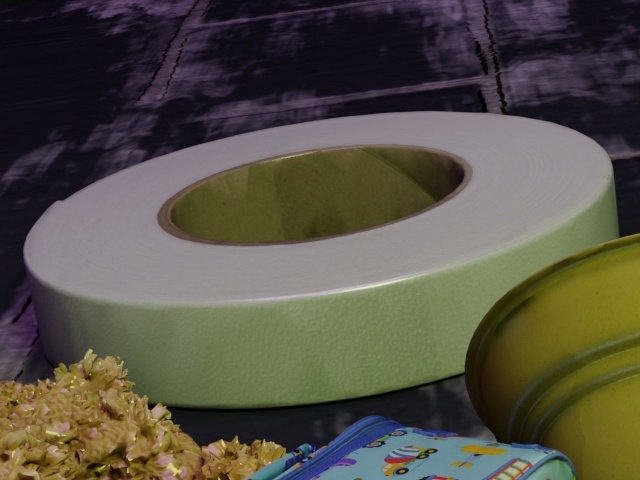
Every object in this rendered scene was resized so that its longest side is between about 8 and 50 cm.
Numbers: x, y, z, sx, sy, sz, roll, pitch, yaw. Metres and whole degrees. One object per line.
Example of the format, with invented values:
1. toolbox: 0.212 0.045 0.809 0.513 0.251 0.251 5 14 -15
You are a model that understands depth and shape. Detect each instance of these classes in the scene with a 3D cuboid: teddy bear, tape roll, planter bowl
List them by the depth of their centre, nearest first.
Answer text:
1. planter bowl: 0.163 0.092 0.697 0.217 0.217 0.090 -4 52 14
2. teddy bear: -0.165 0.107 0.854 0.245 0.113 0.338 -18 21 -34
3. tape roll: 0.000 0.000 1.164 0.392 0.072 0.392 -7 19 3

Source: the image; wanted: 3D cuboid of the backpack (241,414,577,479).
1. backpack: 0.003 0.138 0.675 0.158 0.117 0.173 -24 20 -40
